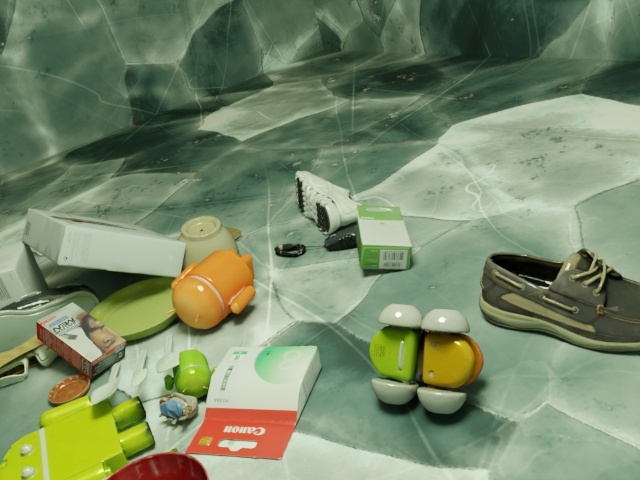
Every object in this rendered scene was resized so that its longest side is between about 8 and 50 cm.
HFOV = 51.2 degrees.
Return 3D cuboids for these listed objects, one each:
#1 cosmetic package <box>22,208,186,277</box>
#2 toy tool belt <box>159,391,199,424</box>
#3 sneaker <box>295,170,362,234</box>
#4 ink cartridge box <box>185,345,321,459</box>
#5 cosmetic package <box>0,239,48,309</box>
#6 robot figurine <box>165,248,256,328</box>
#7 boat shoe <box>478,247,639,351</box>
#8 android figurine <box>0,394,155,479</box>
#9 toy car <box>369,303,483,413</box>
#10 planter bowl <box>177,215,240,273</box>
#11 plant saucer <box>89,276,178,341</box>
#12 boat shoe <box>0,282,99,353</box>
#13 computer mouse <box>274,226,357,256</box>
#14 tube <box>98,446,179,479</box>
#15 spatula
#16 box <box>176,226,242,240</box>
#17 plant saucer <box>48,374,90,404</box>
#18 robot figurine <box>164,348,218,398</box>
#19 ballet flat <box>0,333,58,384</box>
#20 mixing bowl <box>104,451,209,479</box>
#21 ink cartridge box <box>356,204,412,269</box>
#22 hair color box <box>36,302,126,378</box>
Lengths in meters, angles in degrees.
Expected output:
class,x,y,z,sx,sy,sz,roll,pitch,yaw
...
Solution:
class,x,y,z,sx,sy,sz,roll,pitch,yaw
cosmetic package,-0.542,0.003,1.648,0.284,0.097,0.377,12,1,-36
toy tool belt,-0.257,0.294,1.165,0.083,0.052,0.051,-1,21,26
sneaker,0.014,-0.109,1.780,0.118,0.110,0.292,-15,33,-18
ink cartridge box,-0.115,0.267,1.144,0.181,0.056,0.225,-4,26,22
cosmetic package,-0.799,0.116,1.683,0.151,0.151,0.184,-17,27,-5
robot figurine,-0.232,0.105,1.442,0.219,0.158,0.128,-44,-2,-45
boat shoe,0.430,0.090,1.120,0.355,0.130,0.132,4,32,34
android figurine,-0.422,0.357,1.124,0.273,0.056,0.248,-21,27,-16
toy car,0.173,0.186,1.079,0.182,0.159,0.136,3,-4,32
planter bowl,-0.286,0.009,1.650,0.162,0.109,0.162,-5,34,3
plant saucer,-0.408,0.161,1.523,0.241,0.037,0.241,-12,25,6
boat shoe,-0.670,0.181,1.547,0.302,0.114,0.091,-14,24,-26
computer mouse,0.000,0.000,1.626,0.242,0.041,0.071,-10,27,12
tube,-0.310,0.380,0.990,0.240,0.062,0.070,-22,-8,-8
spatula,-0.347,0.237,1.269,0.168,0.019,0.242,-29,12,-8
box,-0.335,0.015,1.791,0.164,0.021,0.201,10,35,40
plant saucer,-0.496,0.298,1.324,0.083,0.013,0.083,-12,27,6
robot figurine,-0.236,0.245,1.228,0.101,0.067,0.115,-7,21,-15
ballet flat,-0.621,0.254,1.433,0.232,0.080,0.073,-26,56,-17
mixing bowl,-0.223,0.389,0.904,0.181,0.098,0.181,-13,26,6
ink cartridge box,0.138,-0.010,1.522,0.109,0.062,0.209,2,27,-3
hair color box,-0.495,0.204,1.383,0.167,0.053,0.093,29,36,21
